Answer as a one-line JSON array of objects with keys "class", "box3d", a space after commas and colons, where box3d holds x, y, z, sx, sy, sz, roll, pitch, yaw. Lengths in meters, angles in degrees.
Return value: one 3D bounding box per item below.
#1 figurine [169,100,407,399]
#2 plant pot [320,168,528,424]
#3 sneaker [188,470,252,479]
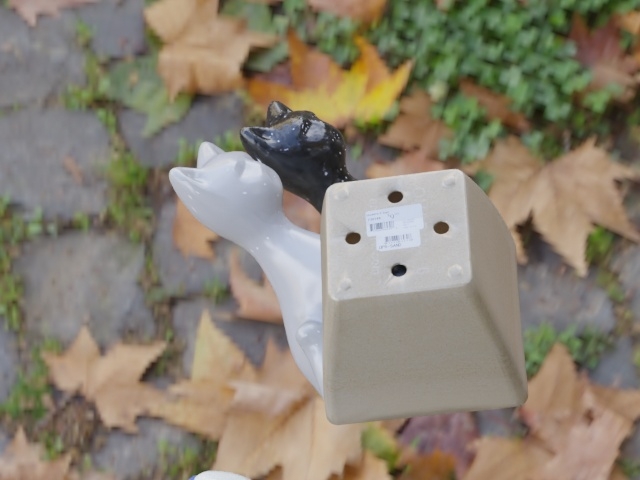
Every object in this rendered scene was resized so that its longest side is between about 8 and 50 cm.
[{"class": "figurine", "box3d": [0.000, 0.000, 1.359, 0.209, 0.092, 0.215, 49, 25, 2]}, {"class": "plant pot", "box3d": [0.047, 0.023, 1.028, 0.109, 0.096, 0.109, -7, 56, 8]}, {"class": "sneaker", "box3d": [-0.075, 0.222, 0.759, 0.131, 0.112, 0.296, 31, 55, 9]}]
